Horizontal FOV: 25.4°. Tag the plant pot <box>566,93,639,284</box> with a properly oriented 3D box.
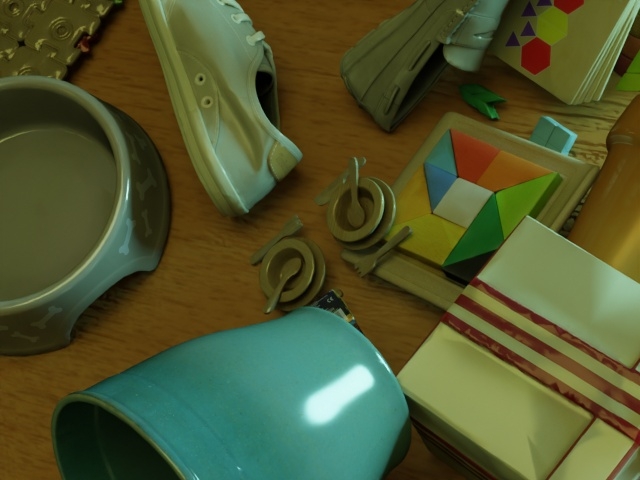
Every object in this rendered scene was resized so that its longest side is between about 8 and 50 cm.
[{"bbox_3d":[0.350,-0.016,1.459,0.205,0.205,0.188,36,85,27],"label":"plant pot"}]

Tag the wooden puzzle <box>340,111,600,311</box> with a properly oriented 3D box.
[{"bbox_3d":[0.158,-0.033,1.569,0.239,0.044,0.221,25,72,42],"label":"wooden puzzle"}]

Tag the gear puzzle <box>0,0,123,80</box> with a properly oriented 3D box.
[{"bbox_3d":[-0.347,-0.323,1.889,0.175,0.044,0.339,26,75,18],"label":"gear puzzle"}]

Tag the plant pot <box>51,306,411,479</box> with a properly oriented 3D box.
[{"bbox_3d":[-0.063,0.196,1.307,0.255,0.271,0.272,-32,57,-32],"label":"plant pot"}]

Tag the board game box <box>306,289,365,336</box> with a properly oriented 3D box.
[{"bbox_3d":[-0.026,0.142,1.513,0.170,0.141,0.048,-35,61,-3],"label":"board game box"}]

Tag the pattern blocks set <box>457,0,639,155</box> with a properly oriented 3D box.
[{"bbox_3d":[0.283,-0.261,1.600,0.285,0.026,0.325,49,118,27],"label":"pattern blocks set"}]

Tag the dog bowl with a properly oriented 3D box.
[{"bbox_3d":[-0.360,-0.041,1.700,0.349,0.102,0.348,-4,68,11],"label":"dog bowl"}]

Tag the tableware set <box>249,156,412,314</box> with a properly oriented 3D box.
[{"bbox_3d":[0.000,0.000,1.595,0.194,0.039,0.128,-43,55,16],"label":"tableware set"}]

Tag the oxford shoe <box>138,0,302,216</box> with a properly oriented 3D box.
[{"bbox_3d":[-0.133,-0.240,1.722,0.130,0.169,0.449,-24,68,6],"label":"oxford shoe"}]

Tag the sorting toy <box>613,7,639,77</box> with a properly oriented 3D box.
[{"bbox_3d":[0.488,-0.232,1.566,0.366,0.126,0.127,14,69,22],"label":"sorting toy"}]

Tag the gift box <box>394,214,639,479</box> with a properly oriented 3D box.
[{"bbox_3d":[0.238,0.162,1.362,0.258,0.276,0.255,34,82,25],"label":"gift box"}]

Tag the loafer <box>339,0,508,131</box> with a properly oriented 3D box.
[{"bbox_3d":[0.159,-0.245,1.621,0.319,0.112,0.111,-39,78,36],"label":"loafer"}]
